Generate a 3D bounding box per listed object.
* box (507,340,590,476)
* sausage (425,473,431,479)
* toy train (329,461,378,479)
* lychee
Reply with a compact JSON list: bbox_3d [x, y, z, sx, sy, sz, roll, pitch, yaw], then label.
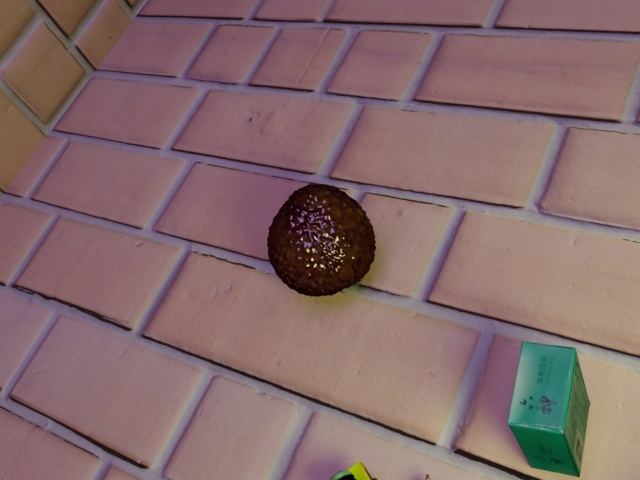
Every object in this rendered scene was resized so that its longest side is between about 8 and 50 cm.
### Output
[{"bbox_3d":[0.403,0.297,1.224,0.092,0.245,0.153,4,58,30],"label":"box"},{"bbox_3d":[0.216,0.513,1.276,0.065,0.065,0.169,-28,49,4],"label":"sausage"},{"bbox_3d":[0.104,0.534,1.254,0.100,0.160,0.296,-39,50,4],"label":"toy train"},{"bbox_3d":[0.000,0.000,1.625,0.261,0.260,0.260,-12,53,17],"label":"lychee"}]
